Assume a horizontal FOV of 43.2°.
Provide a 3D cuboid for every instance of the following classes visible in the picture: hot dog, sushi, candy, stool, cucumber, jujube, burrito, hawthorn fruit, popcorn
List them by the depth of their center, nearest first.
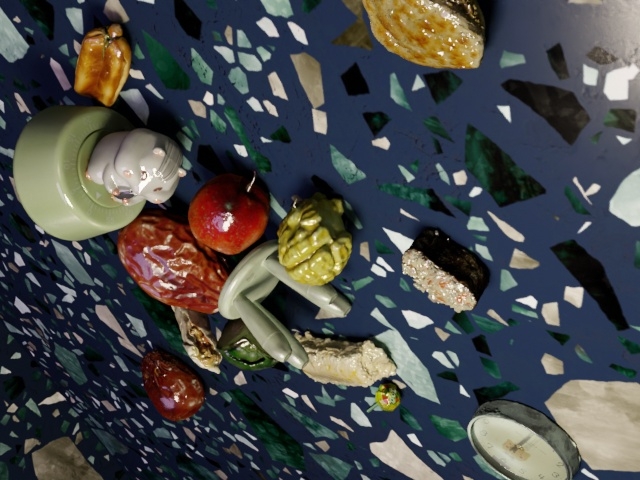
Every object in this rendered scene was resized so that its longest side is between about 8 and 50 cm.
[{"bbox_3d":[0.211,0.055,1.380,0.150,0.078,0.090,38,146,6],"label":"sushi"},{"bbox_3d":[-0.011,-0.004,1.485,0.142,0.174,0.174,16,143,0],"label":"popcorn"},{"bbox_3d":[-0.171,-0.067,1.590,0.157,0.157,0.194,41,128,3],"label":"hawthorn fruit"},{"bbox_3d":[-0.430,-0.346,1.606,0.100,0.068,0.249,26,154,-14],"label":"hot dog"},{"bbox_3d":[-0.073,0.126,1.631,0.198,0.195,0.195,35,176,20],"label":"stool"},{"bbox_3d":[-0.158,0.236,1.796,0.145,0.105,0.325,44,-179,-6],"label":"cucumber"},{"bbox_3d":[-0.319,0.045,1.824,0.290,0.197,0.197,40,148,-18],"label":"jujube"},{"bbox_3d":[0.134,0.370,1.844,0.058,0.062,0.194,-1,159,-14],"label":"candy"},{"bbox_3d":[-0.313,0.182,1.927,0.117,0.076,0.392,62,174,-32],"label":"burrito"},{"bbox_3d":[-0.449,0.426,2.419,0.236,0.168,0.168,47,150,25],"label":"jujube"}]

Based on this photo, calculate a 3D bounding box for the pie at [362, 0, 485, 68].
[{"bbox_3d":[0.138,-0.295,1.074,0.193,0.079,0.163,35,156,10],"label":"pie"}]

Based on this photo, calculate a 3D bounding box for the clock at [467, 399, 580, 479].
[{"bbox_3d":[0.400,0.411,1.607,0.226,0.049,0.226,28,145,22],"label":"clock"}]

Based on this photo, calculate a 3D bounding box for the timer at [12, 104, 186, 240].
[{"bbox_3d":[-0.414,-0.147,1.652,0.315,0.291,0.291,-1,127,34],"label":"timer"}]

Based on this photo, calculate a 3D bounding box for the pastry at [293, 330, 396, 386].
[{"bbox_3d":[0.048,0.268,1.783,0.258,0.089,0.121,2,142,48],"label":"pastry"}]
